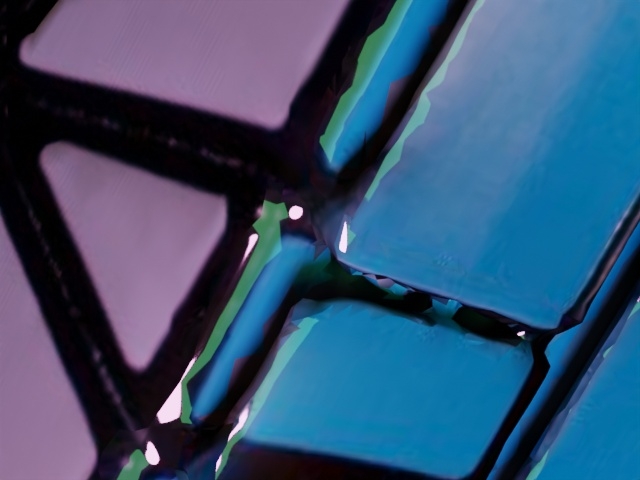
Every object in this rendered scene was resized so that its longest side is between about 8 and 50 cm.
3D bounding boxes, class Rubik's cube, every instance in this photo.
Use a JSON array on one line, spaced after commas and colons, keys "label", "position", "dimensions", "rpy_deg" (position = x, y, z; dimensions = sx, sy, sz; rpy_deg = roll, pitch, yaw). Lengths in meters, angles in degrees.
[{"label": "Rubik's cube", "position": [0.000, 0.000, 0.603], "dimensions": [0.283, 0.293, 0.288], "rpy_deg": [20, 103, -40]}]
